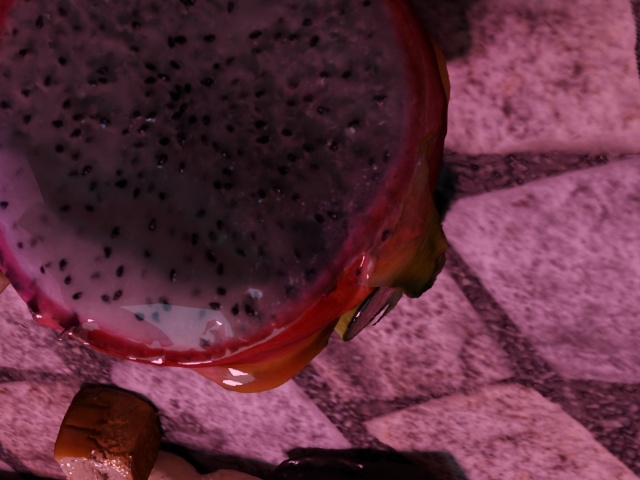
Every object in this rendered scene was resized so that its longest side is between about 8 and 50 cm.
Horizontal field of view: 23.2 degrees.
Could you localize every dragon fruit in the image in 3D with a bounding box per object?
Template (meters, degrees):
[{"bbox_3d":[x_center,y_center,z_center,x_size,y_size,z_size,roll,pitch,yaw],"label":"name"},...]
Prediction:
[{"bbox_3d":[-0.060,-0.059,0.884,0.291,0.290,0.189,14,178,13],"label":"dragon fruit"}]

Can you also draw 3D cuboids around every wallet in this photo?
[{"bbox_3d":[0.095,0.300,1.421,0.170,0.044,0.321,-2,138,35],"label":"wallet"}]

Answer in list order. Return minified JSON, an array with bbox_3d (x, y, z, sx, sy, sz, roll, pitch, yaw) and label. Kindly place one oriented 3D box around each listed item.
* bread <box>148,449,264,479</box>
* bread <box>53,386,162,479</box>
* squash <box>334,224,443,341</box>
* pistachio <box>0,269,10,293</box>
[{"bbox_3d":[-0.128,0.349,1.420,0.316,0.316,0.054,7,176,22],"label":"bread"},{"bbox_3d":[-0.193,0.182,1.408,0.083,0.070,0.076,8,142,17],"label":"bread"},{"bbox_3d":[0.001,-0.008,1.060,0.132,0.105,0.105,39,146,12],"label":"squash"},{"bbox_3d":[-0.347,0.009,1.181,0.293,0.181,0.162,-18,102,38],"label":"pistachio"}]
